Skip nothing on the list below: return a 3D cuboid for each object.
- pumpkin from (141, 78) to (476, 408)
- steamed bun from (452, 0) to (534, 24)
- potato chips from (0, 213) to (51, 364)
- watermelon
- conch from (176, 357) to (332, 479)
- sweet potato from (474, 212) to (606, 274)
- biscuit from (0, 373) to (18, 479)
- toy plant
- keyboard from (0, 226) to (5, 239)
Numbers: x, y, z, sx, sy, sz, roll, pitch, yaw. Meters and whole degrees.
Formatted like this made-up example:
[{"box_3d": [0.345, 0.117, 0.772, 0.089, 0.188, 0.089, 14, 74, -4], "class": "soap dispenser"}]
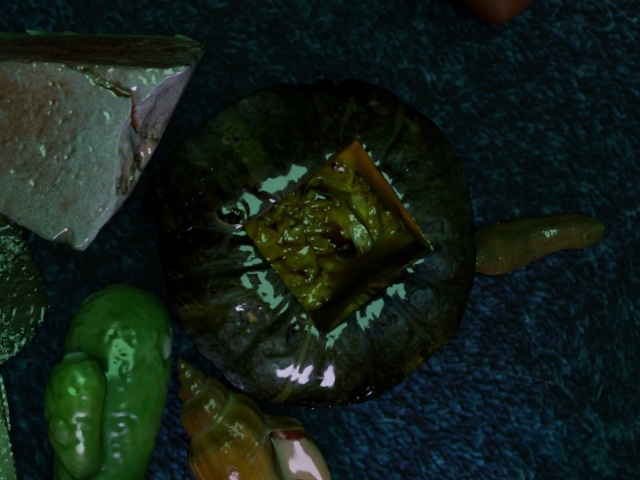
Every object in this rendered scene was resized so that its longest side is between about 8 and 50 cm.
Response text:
[{"box_3d": [0.000, 0.000, 1.404, 0.320, 0.192, 0.320, 1, 87, -14], "class": "pumpkin"}, {"box_3d": [0.118, -0.401, 1.406, 0.235, 0.248, 0.379, -45, 98, -8], "class": "steamed bun"}, {"box_3d": [-0.317, 0.040, 1.412, 0.142, 0.026, 0.209, 22, 96, -26], "class": "potato chips"}, {"box_3d": [-0.220, -0.123, 1.342, 0.310, 0.232, 0.193, 7, 116, -50], "class": "watermelon"}, {"box_3d": [-0.050, 0.239, 1.453, 0.109, 0.093, 0.330, -45, 118, -26], "class": "conch"}, {"box_3d": [0.210, 0.001, 1.517, 0.182, 0.054, 0.053, -13, 52, -25], "class": "sweet potato"}, {"box_3d": [-0.408, 0.208, 1.389, 0.250, 0.046, 0.147, -13, 100, -12], "class": "biscuit"}, {"box_3d": [-0.203, 0.195, 1.354, 0.184, 0.224, 0.316, 7, 90, 11], "class": "toy plant"}, {"box_3d": [-0.413, 0.017, 1.408, 0.230, 0.025, 0.094, -26, 93, -10], "class": "keyboard"}]
